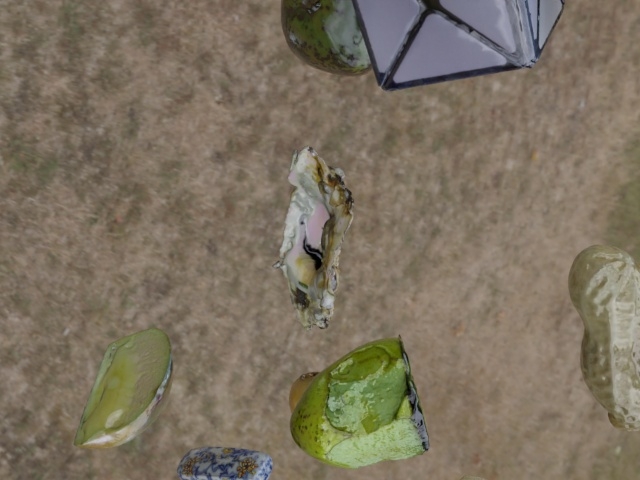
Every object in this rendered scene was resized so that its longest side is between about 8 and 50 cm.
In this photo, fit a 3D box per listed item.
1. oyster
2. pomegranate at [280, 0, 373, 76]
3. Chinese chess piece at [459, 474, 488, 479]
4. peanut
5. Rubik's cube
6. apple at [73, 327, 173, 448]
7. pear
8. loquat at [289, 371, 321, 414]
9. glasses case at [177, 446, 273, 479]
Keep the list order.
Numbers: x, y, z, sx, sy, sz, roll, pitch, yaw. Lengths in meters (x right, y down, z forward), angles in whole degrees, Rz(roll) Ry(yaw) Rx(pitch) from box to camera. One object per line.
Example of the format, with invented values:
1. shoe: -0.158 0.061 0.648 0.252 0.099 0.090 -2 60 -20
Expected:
1. oyster: 0.001 -0.002 1.676 0.107 0.201 0.354 -10 127 -35
2. pomegranate: 0.079 -0.492 1.941 0.341 0.285 0.284 -16 115 -51
3. Chinese chess piece: 0.302 0.631 1.917 0.270 0.112 0.270 -47 150 -37
4. peanut: 0.468 0.151 1.418 0.120 0.136 0.298 -17 99 -63
5. Rubik's cube: 0.246 -0.476 1.618 0.307 0.305 0.310 -53 130 -47
6. apple: -0.365 0.305 1.832 0.120 0.193 0.265 52 33 -36
7. pear: 0.064 0.303 1.757 0.256 0.238 0.164 -14 135 6
8. loquat: -0.001 0.365 2.035 0.137 0.163 0.163 -30 123 -34
9. glasses case: -0.211 0.495 1.978 0.065 0.248 0.087 59 43 -29
